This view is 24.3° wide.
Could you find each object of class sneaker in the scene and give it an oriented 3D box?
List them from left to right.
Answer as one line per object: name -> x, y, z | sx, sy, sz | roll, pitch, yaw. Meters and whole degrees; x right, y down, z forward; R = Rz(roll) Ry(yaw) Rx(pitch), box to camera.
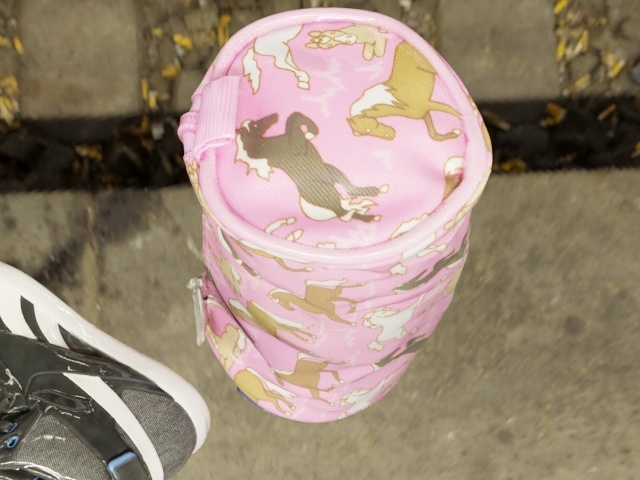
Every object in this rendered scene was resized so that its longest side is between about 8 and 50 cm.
sneaker -> -0.182, 0.089, 0.851 | 0.217, 0.079, 0.121 | 25, 42, 16

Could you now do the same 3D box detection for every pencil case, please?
pencil case -> 0.000, 0.000, 0.935 | 0.167, 0.386, 0.160 | -30, 75, -13
